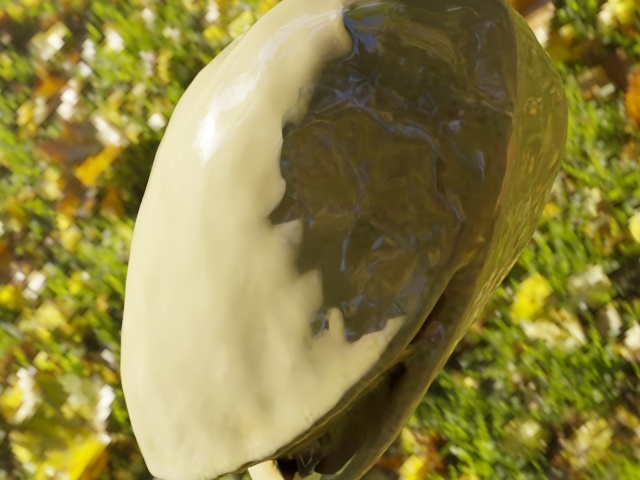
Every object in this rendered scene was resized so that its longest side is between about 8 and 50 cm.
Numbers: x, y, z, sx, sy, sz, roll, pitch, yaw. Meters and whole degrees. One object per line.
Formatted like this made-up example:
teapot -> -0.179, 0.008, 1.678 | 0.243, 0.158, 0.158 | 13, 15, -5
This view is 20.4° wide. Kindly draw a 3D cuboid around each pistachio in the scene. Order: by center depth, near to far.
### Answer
pistachio -> 0.000, 0.000, 0.611 | 0.223, 0.126, 0.152 | -54, 34, 38
